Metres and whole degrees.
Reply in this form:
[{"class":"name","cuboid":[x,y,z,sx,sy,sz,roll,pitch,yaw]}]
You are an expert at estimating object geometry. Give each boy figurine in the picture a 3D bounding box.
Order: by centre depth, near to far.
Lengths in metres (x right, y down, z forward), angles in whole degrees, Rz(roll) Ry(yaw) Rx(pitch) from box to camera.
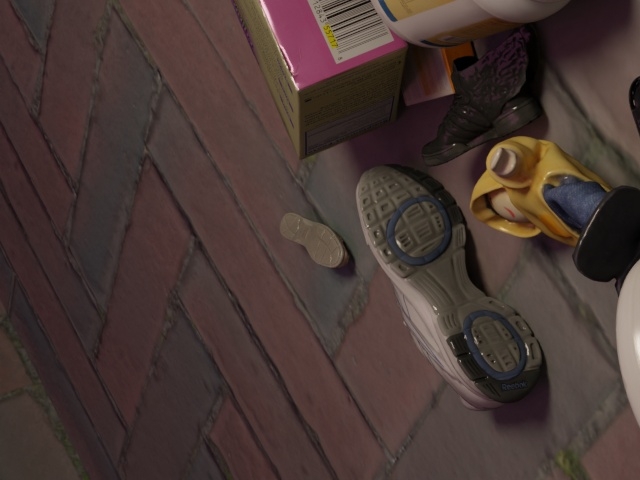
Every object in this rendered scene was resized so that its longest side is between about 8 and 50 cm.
[{"class":"boy figurine","cuboid":[0.206,-0.030,1.302,0.177,0.092,0.285,33,-179,-23]}]

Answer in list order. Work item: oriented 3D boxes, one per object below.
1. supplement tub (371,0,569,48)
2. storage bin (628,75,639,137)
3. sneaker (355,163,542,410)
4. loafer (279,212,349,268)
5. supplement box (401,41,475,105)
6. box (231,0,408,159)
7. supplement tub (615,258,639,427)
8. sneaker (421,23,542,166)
[{"class":"supplement tub","cuboid":[0.141,-0.250,1.282,0.199,0.144,0.144,-6,101,62]},{"class":"storage bin","cuboid":[0.324,-0.058,1.135,0.122,0.084,0.180,-15,94,63]},{"class":"sneaker","cuboid":[0.114,0.056,1.576,0.297,0.111,0.129,63,158,17]},{"class":"loafer","cuboid":[0.000,0.000,1.828,0.125,0.039,0.045,34,102,45]},{"class":"supplement box","cuboid":[0.116,-0.174,1.495,0.098,0.036,0.062,-5,103,62]},{"class":"box","cuboid":[-0.010,-0.227,1.515,0.243,0.117,0.214,92,155,-77]},{"class":"supplement tub","cuboid":[0.349,0.057,0.962,0.272,0.191,0.191,-24,86,37]},{"class":"sneaker","cuboid":[0.148,-0.137,1.419,0.170,0.051,0.089,-23,99,43]}]
